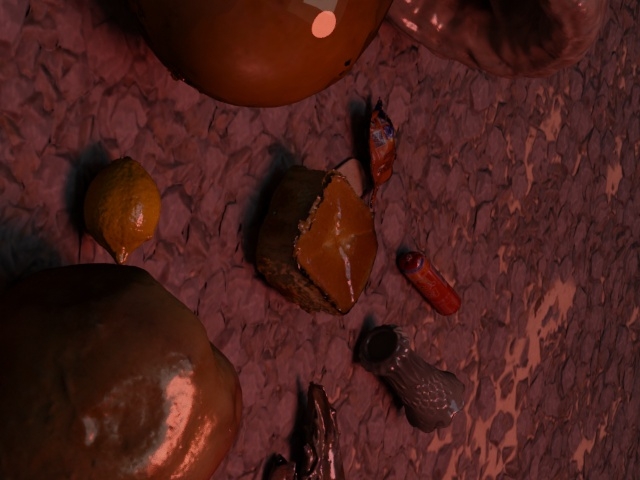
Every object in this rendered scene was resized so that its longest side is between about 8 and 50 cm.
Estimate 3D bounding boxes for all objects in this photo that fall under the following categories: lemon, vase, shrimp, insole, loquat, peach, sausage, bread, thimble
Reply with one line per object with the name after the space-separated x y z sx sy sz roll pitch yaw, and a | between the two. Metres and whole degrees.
-0.166 -0.025 1.180 0.065 0.065 0.092 12 78 -56 | lemon
0.101 0.152 1.609 0.148 0.081 0.081 48 58 -46 | vase
-0.021 0.259 1.480 0.126 0.047 0.223 -9 106 -45 | shrimp
-0.006 -0.031 1.468 0.192 0.010 0.063 -39 128 -45 | insole
-0.052 -0.228 1.163 0.235 0.235 0.235 -17 111 -54 | loquat
-0.184 0.133 1.086 0.235 0.214 0.214 -43 133 -20 | peach
0.126 0.048 1.660 0.129 0.034 0.034 46 59 -50 | sausage
0.000 0.000 1.411 0.140 0.069 0.128 46 60 -45 | bread
0.169 -0.314 1.445 0.291 0.292 0.195 46 61 -50 | thimble

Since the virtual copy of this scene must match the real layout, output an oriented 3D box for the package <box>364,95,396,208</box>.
0.065 -0.098 1.535 0.077 0.033 0.110 -83 167 -61 | package
